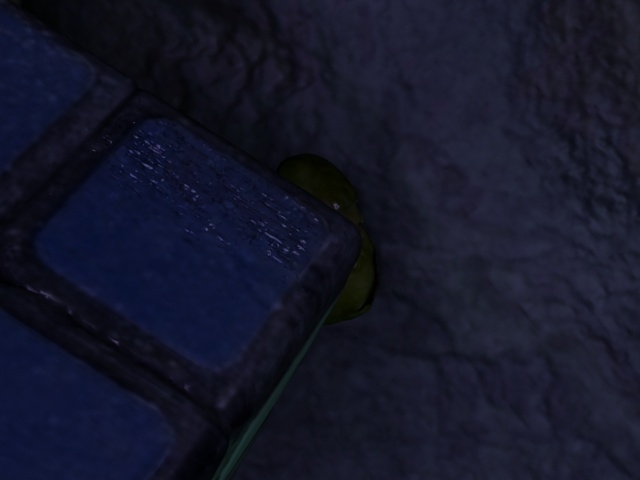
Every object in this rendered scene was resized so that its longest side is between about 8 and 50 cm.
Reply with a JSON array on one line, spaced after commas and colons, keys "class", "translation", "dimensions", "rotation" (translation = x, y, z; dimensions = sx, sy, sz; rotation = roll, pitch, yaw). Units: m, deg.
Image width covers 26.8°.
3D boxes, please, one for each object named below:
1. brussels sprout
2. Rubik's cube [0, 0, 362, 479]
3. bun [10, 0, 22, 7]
[{"class": "brussels sprout", "translation": [0.000, -0.001, 0.634], "dimensions": [0.051, 0.046, 0.083], "rotation": [-14, 91, 51]}, {"class": "Rubik's cube", "translation": [-0.209, 0.088, 0.489], "dimensions": [0.305, 0.301, 0.303], "rotation": [34, 140, 3]}, {"class": "bun", "translation": [-0.226, -0.145, 0.617], "dimensions": [0.220, 0.134, 0.220], "rotation": [15, 127, 21]}]
